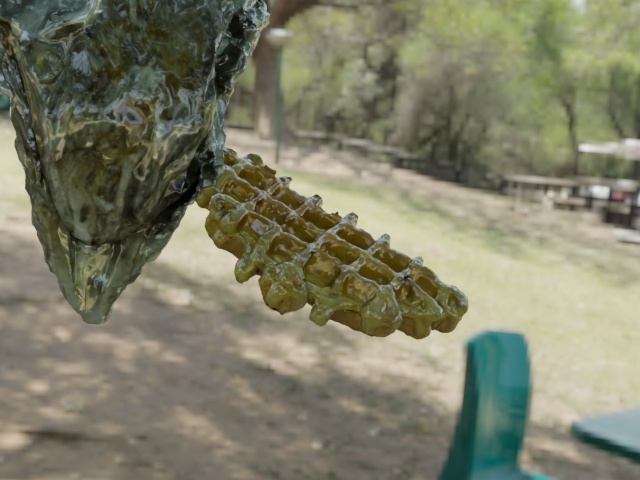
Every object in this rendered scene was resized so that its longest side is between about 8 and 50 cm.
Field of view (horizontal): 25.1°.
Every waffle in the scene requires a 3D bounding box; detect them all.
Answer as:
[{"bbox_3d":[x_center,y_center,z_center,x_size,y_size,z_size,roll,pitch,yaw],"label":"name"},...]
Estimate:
[{"bbox_3d":[0.000,0.000,0.992,0.161,0.046,0.192,2,36,-35],"label":"waffle"}]

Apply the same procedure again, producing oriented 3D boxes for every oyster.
[{"bbox_3d":[-0.110,-0.129,0.738,0.162,0.351,0.158,-8,-24,12],"label":"oyster"}]
